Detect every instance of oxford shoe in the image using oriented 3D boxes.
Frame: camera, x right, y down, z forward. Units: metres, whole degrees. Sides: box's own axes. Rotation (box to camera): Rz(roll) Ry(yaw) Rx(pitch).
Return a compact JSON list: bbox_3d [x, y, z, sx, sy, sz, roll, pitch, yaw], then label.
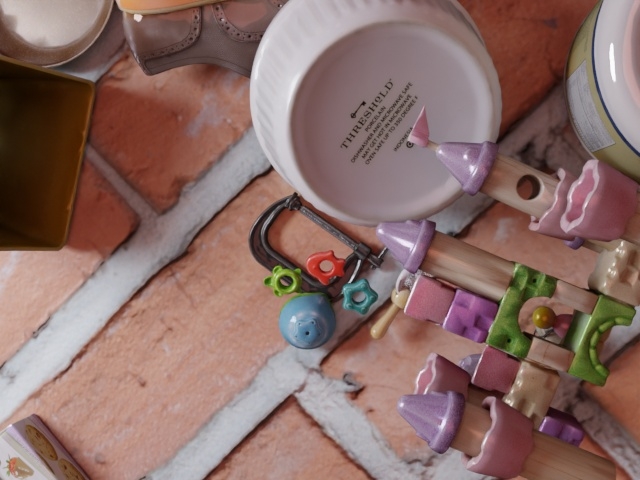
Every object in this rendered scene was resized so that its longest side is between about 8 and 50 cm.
[{"bbox_3d":[-0.044,-0.263,0.990,0.363,0.130,0.133,-5,125,2],"label":"oxford shoe"}]

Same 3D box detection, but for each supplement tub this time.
[{"bbox_3d":[0.353,-0.160,0.813,0.228,0.316,0.229,0,93,9],"label":"supplement tub"}]

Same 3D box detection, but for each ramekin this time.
[{"bbox_3d":[0.063,-0.137,0.904,0.272,0.127,0.273,-3,115,-7],"label":"ramekin"}]

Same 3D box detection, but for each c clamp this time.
[{"bbox_3d":[0.000,0.000,1.028,0.160,0.022,0.137,30,102,5],"label":"c clamp"}]

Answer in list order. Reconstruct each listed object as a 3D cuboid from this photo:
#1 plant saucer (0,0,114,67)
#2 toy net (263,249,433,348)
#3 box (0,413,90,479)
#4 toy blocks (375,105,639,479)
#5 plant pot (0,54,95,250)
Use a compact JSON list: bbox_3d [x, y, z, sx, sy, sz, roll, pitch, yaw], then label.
[{"bbox_3d":[-0.334,-0.307,1.052,0.198,0.036,0.199,1,94,11],"label":"plant saucer"},{"bbox_3d":[0.058,0.055,0.999,0.232,0.045,0.122,-14,106,3],"label":"toy net"},{"bbox_3d":[-0.285,0.357,1.066,0.063,0.067,0.324,-42,85,9],"label":"box"},{"bbox_3d":[0.163,0.053,0.844,0.260,0.309,0.289,22,94,-1],"label":"toy blocks"},{"bbox_3d":[-0.416,-0.112,1.004,0.187,0.212,0.212,15,95,21],"label":"plant pot"}]
